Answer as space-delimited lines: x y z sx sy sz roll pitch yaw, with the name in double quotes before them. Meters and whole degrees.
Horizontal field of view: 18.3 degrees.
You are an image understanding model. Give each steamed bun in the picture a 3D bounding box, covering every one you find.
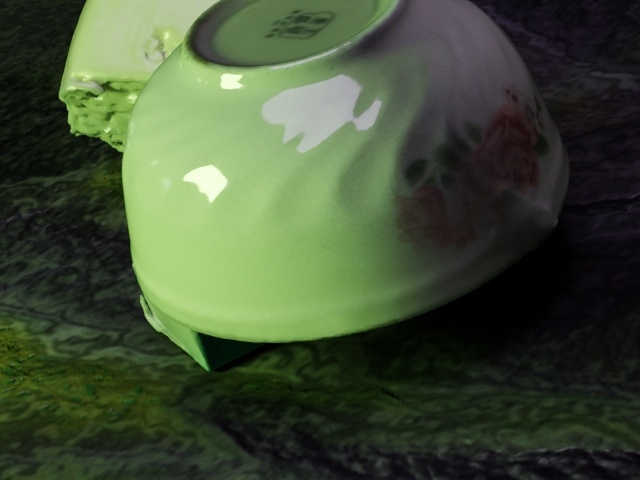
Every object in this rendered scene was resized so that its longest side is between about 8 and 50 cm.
"steamed bun" -0.045 -0.132 1.440 0.225 0.170 0.200 13 69 18

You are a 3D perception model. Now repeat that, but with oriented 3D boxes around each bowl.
"bowl" 0.002 -0.073 1.187 0.277 0.145 0.277 -14 29 8

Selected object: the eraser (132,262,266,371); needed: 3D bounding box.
"eraser" 0.000 0.000 1.255 0.225 0.052 0.095 -26 29 -17
